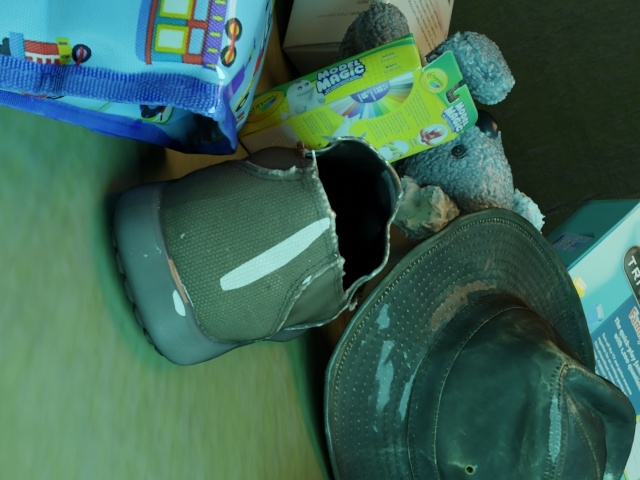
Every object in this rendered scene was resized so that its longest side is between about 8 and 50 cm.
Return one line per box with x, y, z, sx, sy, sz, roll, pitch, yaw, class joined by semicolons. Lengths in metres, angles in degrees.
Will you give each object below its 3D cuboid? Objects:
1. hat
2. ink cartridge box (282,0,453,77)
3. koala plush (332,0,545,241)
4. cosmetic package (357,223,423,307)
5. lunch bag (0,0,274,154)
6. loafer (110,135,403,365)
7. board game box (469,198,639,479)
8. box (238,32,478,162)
0.158;0.146;0.718;0.134;0.331;0.331;16;-42;52;hat
0.069;-0.282;1.059;0.201;0.117;0.278;47;50;-58;ink cartridge box
0.110;-0.076;0.889;0.196;0.203;0.221;3;41;-40;koala plush
0.139;0.133;1.004;0.160;0.113;0.310;-63;134;-69;cosmetic package
-0.061;-0.159;0.453;0.293;0.138;0.221;0;99;-82;lunch bag
0.000;0.000;0.609;0.366;0.130;0.134;-32;104;-75;loafer
0.235;0.155;0.907;0.079;0.336;0.254;4;-53;60;board game box
0.032;-0.102;0.751;0.105;0.179;0.043;51;26;-55;box
